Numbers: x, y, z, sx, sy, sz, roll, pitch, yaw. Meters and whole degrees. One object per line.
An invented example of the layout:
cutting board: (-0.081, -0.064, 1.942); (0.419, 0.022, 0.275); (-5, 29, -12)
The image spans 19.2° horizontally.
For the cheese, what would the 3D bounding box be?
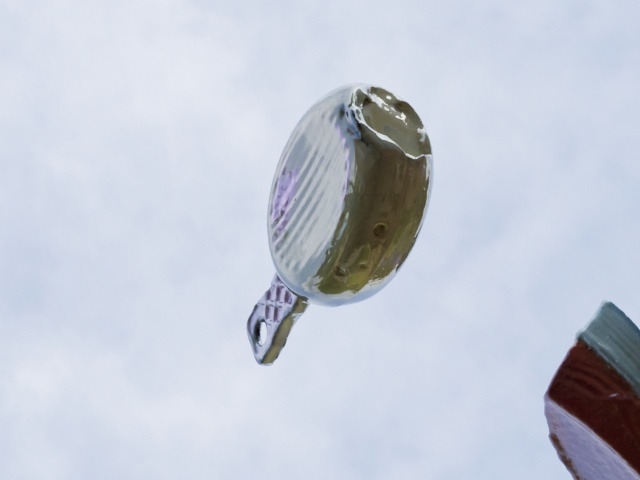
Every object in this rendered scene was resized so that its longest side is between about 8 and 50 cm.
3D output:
cheese: (0.000, 0.000, 1.270); (0.064, 0.137, 0.227); (9, -48, -28)

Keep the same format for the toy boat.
toy boat: (0.303, 0.189, 1.490); (0.133, 0.145, 0.332); (-42, -80, -19)
